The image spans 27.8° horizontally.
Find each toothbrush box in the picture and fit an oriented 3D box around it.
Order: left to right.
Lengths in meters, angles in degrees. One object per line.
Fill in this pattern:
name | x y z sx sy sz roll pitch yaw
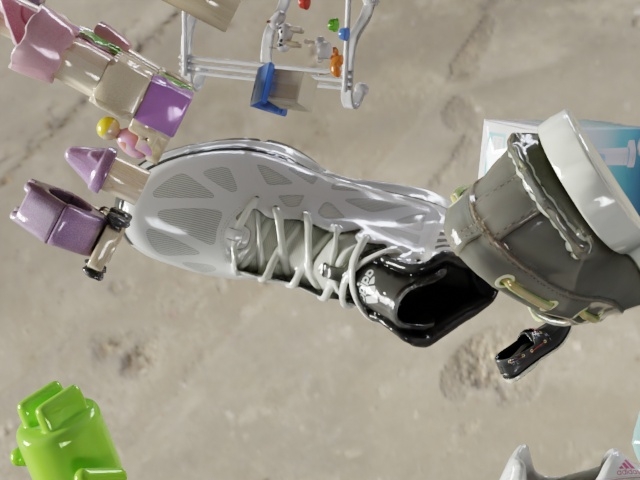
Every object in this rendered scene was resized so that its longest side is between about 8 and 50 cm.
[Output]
toothbrush box | 0.379 -0.076 2.007 0.295 0.216 0.126 -7 15 -45

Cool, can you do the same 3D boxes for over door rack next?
over door rack | -0.056 -0.327 1.547 0.239 0.324 0.108 8 30 18

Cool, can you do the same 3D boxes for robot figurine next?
robot figurine | -0.189 0.166 0.988 0.101 0.115 0.067 3 28 42

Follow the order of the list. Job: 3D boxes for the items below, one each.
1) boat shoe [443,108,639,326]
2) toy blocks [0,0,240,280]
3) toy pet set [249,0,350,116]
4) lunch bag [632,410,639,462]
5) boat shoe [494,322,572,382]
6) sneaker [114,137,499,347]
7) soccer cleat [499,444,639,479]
boat shoe | 0.152 0.000 0.803 0.091 0.305 0.109 -32 72 12
toy blocks | -0.255 -0.175 1.267 0.309 0.260 0.288 -63 10 7
toy pet set | -0.031 -0.190 1.367 0.065 0.122 0.114 9 83 25
lunch bag | 0.369 0.087 0.912 0.223 0.160 0.262 2 30 48
boat shoe | 0.299 0.143 1.806 0.133 0.042 0.049 -37 20 -18
sneaker | 0.001 -0.001 1.462 0.447 0.169 0.257 7 13 -17
soccer cleat | 0.324 0.279 1.240 0.331 0.143 0.116 8 14 8
